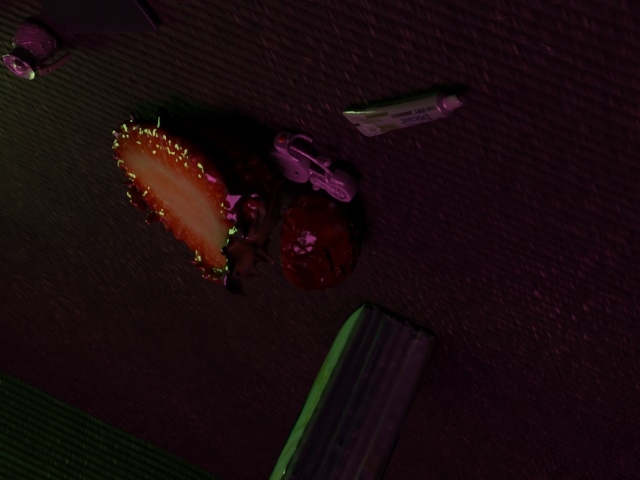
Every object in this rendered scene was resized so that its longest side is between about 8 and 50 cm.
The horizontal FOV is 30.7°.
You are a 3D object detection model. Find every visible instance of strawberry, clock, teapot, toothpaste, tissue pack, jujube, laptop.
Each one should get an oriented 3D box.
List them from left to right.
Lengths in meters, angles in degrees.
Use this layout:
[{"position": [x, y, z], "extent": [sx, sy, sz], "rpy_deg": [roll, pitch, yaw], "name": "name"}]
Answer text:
[{"position": [-0.385, -0.252, 1.577], "extent": [0.083, 0.064, 0.064], "rpy_deg": [25, 156, 7], "name": "teapot"}, {"position": [-0.293, -0.305, 1.440], "extent": [0.180, 0.016, 0.129], "rpy_deg": [8, 149, 38], "name": "laptop"}, {"position": [-0.162, -0.092, 1.620], "extent": [0.306, 0.137, 0.233], "rpy_deg": [44, 145, 29], "name": "strawberry"}, {"position": [-0.011, -0.096, 1.522], "extent": [0.129, 0.041, 0.087], "rpy_deg": [28, 159, 12], "name": "clock"}, {"position": [0.000, 0.000, 1.613], "extent": [0.109, 0.112, 0.176], "rpy_deg": [22, 150, 13], "name": "jujube"}, {"position": [0.028, 0.330, 1.882], "extent": [0.162, 0.388, 0.287], "rpy_deg": [26, 155, 1], "name": "tissue pack"}, {"position": [0.096, -0.146, 1.333], "extent": [0.048, 0.029, 0.197], "rpy_deg": [42, 155, -26], "name": "toothpaste"}]
